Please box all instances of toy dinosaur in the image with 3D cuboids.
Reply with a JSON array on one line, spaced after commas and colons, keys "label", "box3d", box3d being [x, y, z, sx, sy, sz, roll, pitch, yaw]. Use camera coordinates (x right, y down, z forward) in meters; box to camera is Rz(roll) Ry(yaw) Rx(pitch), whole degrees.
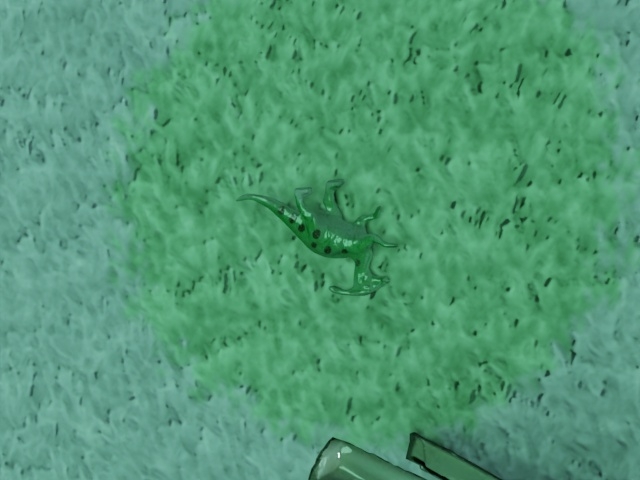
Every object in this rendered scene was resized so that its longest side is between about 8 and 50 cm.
[{"label": "toy dinosaur", "box3d": [0.000, 0.000, 0.608, 0.083, 0.021, 0.062, -3, 106, 15]}]

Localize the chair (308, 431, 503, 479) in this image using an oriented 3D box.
[{"label": "chair", "box3d": [0.127, 0.209, 0.517, 0.274, 0.190, 0.204, 22, 101, 21]}]
